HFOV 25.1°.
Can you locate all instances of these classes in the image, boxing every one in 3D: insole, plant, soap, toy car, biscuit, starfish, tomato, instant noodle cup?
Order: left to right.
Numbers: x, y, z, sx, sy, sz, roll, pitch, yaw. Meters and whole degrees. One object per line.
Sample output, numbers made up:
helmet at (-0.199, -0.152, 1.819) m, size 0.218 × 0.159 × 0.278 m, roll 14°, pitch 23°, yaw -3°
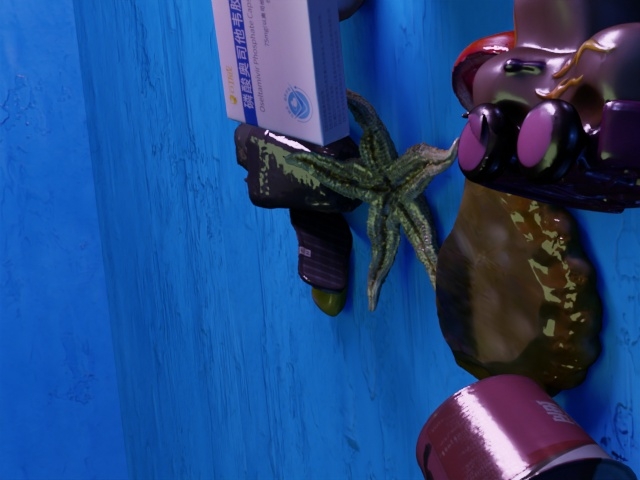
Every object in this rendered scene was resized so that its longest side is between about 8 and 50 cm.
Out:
plant at (-0.033, -0.123, 2.239) m, size 0.256 × 0.164 × 0.141 m, roll 32°, pitch 129°, yaw 46°
insole at (0.000, 0.000, 2.197) m, size 0.309 × 0.110 × 0.012 m, roll -86°, pitch 19°, yaw -64°
soap at (0.015, 0.055, 2.335) m, size 0.089 × 0.045 × 0.140 m, roll -130°, pitch 36°, yaw -54°
starfish at (0.085, -0.060, 2.046) m, size 0.347 × 0.078 × 0.357 m, roll 34°, pitch 136°, yaw 27°
biscuit at (0.228, 0.038, 1.795) m, size 0.329 × 0.078 × 0.335 m, roll -31°, pitch 73°, yaw 62°
instant noodle cup at (0.229, 0.280, 1.686) m, size 0.178 × 0.235 × 0.234 m, roll -122°, pitch 31°, yaw -44°
tomato at (0.248, -0.174, 1.641) m, size 0.189 × 0.099 × 0.173 m, roll 47°, pitch 151°, yaw -24°
toy car at (0.294, -0.143, 1.383) m, size 0.341 × 0.271 × 0.240 m, roll 1°, pitch 80°, yaw 64°

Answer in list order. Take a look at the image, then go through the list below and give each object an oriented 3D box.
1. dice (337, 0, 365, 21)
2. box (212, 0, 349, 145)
dice at (-0.036, -0.420, 2.093) m, size 0.174 × 0.175 × 0.179 m, roll -132°, pitch 37°, yaw -53°
box at (-0.063, -0.313, 1.958) m, size 0.200 × 0.065 × 0.343 m, roll 20°, pitch 126°, yaw 41°
